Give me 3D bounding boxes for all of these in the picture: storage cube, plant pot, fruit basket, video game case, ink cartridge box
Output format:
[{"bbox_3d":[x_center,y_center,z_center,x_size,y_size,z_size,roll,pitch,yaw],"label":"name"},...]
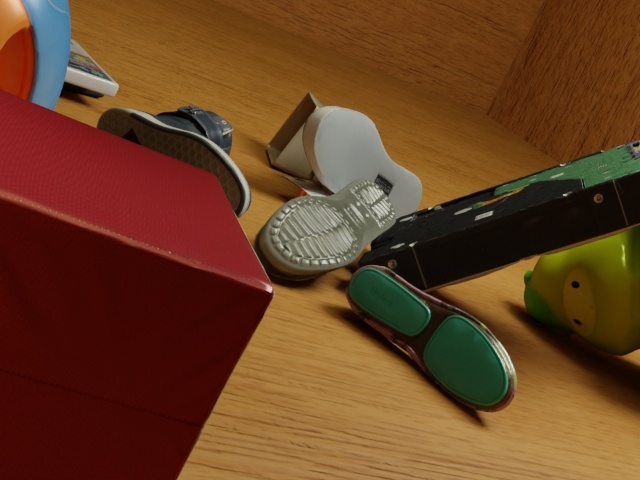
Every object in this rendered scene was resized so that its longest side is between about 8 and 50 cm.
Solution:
[{"bbox_3d":[-0.165,0.035,0.661,0.193,0.184,0.215,21,15,-22],"label":"storage cube"},{"bbox_3d":[-0.008,-0.143,1.731,0.096,0.109,0.109,35,11,-18],"label":"plant pot"},{"bbox_3d":[0.453,0.062,1.464,0.392,0.392,0.283,24,14,-10],"label":"fruit basket"},{"bbox_3d":[-0.387,-0.257,1.523,0.201,0.023,0.183,16,18,-38],"label":"video game case"},{"bbox_3d":[-0.001,-0.047,1.541,0.115,0.029,0.063,36,17,36],"label":"ink cartridge box"}]

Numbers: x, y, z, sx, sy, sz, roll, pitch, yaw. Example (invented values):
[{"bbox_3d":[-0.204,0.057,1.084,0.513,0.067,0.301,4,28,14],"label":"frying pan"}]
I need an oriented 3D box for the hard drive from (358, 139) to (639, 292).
[{"bbox_3d":[0.225,-0.024,1.349,0.237,0.339,0.064,-51,120,-74],"label":"hard drive"}]

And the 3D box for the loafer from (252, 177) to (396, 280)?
[{"bbox_3d":[0.000,0.000,1.305,0.094,0.087,0.251,56,32,9],"label":"loafer"}]

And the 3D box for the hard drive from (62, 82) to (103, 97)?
[{"bbox_3d":[-0.369,-0.233,1.562,0.135,0.022,0.094,10,22,-48],"label":"hard drive"}]

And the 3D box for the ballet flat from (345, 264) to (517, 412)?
[{"bbox_3d":[0.119,0.101,1.172,0.221,0.077,0.079,35,-3,32],"label":"ballet flat"}]

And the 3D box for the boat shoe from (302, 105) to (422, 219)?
[{"bbox_3d":[0.040,-0.114,1.624,0.105,0.113,0.306,26,0,33],"label":"boat shoe"}]

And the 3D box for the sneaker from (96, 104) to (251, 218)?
[{"bbox_3d":[-0.132,-0.095,1.363,0.226,0.086,0.163,33,19,29],"label":"sneaker"}]

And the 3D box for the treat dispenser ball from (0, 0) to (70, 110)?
[{"bbox_3d":[-0.327,-0.156,0.831,0.288,0.288,0.288,25,15,-7],"label":"treat dispenser ball"}]
